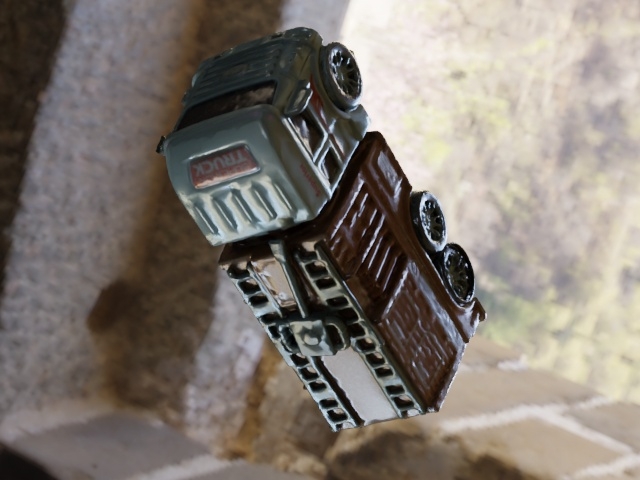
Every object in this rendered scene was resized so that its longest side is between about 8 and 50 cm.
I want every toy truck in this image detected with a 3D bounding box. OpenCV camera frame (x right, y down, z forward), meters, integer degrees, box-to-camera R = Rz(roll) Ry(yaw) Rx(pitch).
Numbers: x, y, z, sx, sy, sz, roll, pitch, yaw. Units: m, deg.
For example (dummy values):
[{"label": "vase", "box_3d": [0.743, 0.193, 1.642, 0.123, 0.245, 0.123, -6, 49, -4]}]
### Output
[{"label": "toy truck", "box_3d": [0.000, 0.000, 1.113, 0.305, 0.136, 0.162, 58, 35, -26]}]
